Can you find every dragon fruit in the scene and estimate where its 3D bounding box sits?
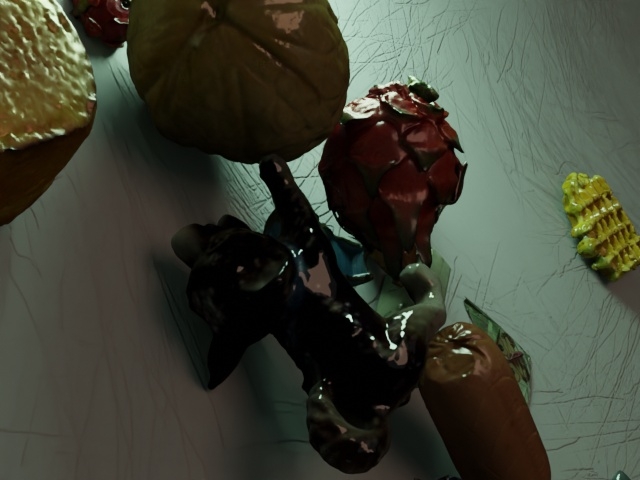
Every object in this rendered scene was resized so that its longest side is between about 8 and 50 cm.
[{"bbox_3d":[-0.261,-0.306,1.571,0.112,0.068,0.126,56,33,-2],"label":"dragon fruit"},{"bbox_3d":[0.094,-0.085,1.632,0.192,0.193,0.274,-31,129,-78],"label":"dragon fruit"}]

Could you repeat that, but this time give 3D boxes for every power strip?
[{"bbox_3d":[0.115,0.122,1.665,0.053,0.093,0.288,48,32,-20],"label":"power strip"}]

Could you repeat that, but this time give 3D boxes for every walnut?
[{"bbox_3d":[-0.101,-0.225,1.518,0.313,0.277,0.252,75,21,-79],"label":"walnut"}]

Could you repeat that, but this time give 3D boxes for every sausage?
[{"bbox_3d":[0.212,0.235,1.592,0.121,0.121,0.304,-80,150,-48],"label":"sausage"}]

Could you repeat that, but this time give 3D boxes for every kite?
[{"bbox_3d":[0.266,0.187,1.890,0.250,0.012,0.229,2,59,-51],"label":"kite"}]

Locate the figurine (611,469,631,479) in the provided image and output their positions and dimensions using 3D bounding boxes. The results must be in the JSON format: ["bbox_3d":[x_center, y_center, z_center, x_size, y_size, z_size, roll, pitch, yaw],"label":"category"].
[{"bbox_3d":[0.472,0.497,1.777,0.265,0.140,0.193,40,50,1],"label":"figurine"}]

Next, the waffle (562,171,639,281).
[{"bbox_3d":[0.539,-0.028,2.402,0.229,0.057,0.219,58,32,5],"label":"waffle"}]

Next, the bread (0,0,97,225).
[{"bbox_3d":[-0.365,-0.156,1.197,0.312,0.172,0.312,32,42,-34],"label":"bread"}]

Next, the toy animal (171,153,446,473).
[{"bbox_3d":[-0.025,0.092,1.393,0.344,0.194,0.303,35,34,-1],"label":"toy animal"}]

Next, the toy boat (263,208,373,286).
[{"bbox_3d":[0.000,0.000,1.635,0.185,0.077,0.075,30,41,-36],"label":"toy boat"}]

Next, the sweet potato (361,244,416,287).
[{"bbox_3d":[0.105,-0.059,1.803,0.112,0.112,0.359,37,33,-28],"label":"sweet potato"}]

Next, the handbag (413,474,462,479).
[{"bbox_3d":[0.186,0.406,1.471,0.228,0.127,0.208,30,54,-25],"label":"handbag"}]
